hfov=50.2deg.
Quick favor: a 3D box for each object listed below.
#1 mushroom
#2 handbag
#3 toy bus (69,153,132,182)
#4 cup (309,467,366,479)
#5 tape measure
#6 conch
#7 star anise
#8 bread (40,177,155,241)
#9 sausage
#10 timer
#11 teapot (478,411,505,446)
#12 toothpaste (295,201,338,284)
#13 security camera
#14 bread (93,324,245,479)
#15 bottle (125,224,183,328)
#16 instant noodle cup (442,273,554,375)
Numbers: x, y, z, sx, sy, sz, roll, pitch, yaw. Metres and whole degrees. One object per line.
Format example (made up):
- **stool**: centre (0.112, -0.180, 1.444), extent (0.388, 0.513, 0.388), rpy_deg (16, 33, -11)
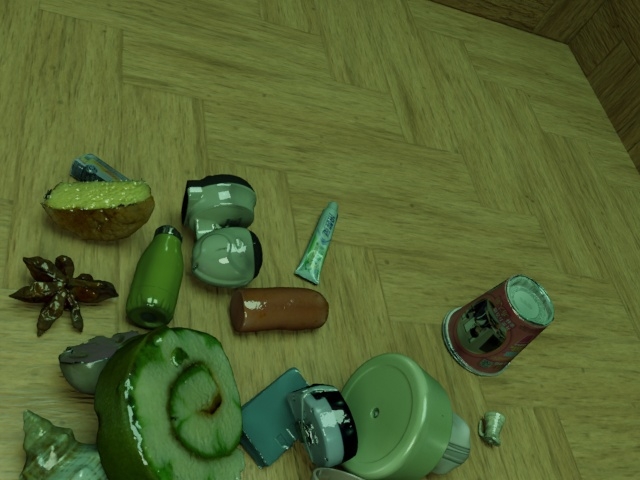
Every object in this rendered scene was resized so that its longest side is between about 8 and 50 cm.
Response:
- **mushroom**: centre (-0.455, 0.266, 1.445), extent (0.188, 0.141, 0.117), rpy_deg (-13, 93, -49)
- **handbag**: centre (-0.097, 0.406, 1.580), extent (0.144, 0.057, 0.221), rpy_deg (51, 46, 6)
- **toy bus**: centre (-0.547, -0.150, 1.764), extent (0.190, 0.064, 0.075), rpy_deg (35, 40, 0)
- **cup**: centre (0.066, 0.602, 1.359), extent (0.253, 0.200, 0.191), rpy_deg (19, -3, 26)
- **tape measure**: centre (0.005, 0.406, 1.505), extent (0.107, 0.181, 0.182), rpy_deg (-15, 79, -21)
- **conch**: centre (-0.455, 0.482, 1.242), extent (0.203, 0.169, 0.386), rpy_deg (-28, 68, -15)
- **star anise**: centre (-0.575, 0.105, 1.521), extent (0.212, 0.111, 0.196), rpy_deg (-27, 64, -34)
- **bread**: centre (-0.525, -0.067, 1.658), extent (0.260, 0.134, 0.129), rpy_deg (1, 36, -2)
- **sausage**: centre (-0.094, 0.173, 1.729), extent (0.259, 0.113, 0.113), rpy_deg (1, 54, -29)
- **timer**: centre (0.231, 0.451, 1.614), extent (0.315, 0.291, 0.290), rpy_deg (31, 42, -33)
- **teapot**: centre (0.455, 0.503, 1.817), extent (0.067, 0.057, 0.083), rpy_deg (2, 47, 20)
- **toothpaste**: centre (0.000, 0.000, 1.969), extent (0.075, 0.048, 0.296), rpy_deg (29, 49, -10)
- **security camera**: centre (-0.245, -0.010, 1.743), extent (0.191, 0.197, 0.277), rpy_deg (-1, 62, -20)
- **bread**: centre (-0.276, 0.360, 1.368), extent (0.382, 0.129, 0.366), rpy_deg (61, 25, -10)
- **bottle**: centre (-0.386, 0.078, 1.637), extent (0.112, 0.112, 0.260), rpy_deg (18, 48, -16)
- **instant noodle cup**: centre (0.513, 0.230, 1.928), extent (0.244, 0.255, 0.244), rpy_deg (17, 49, -21)
